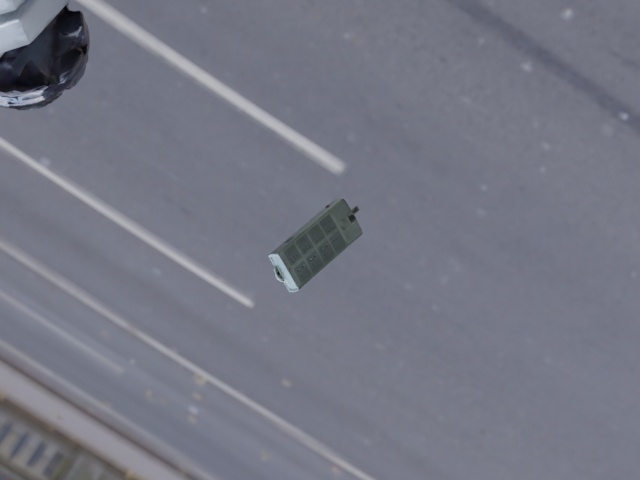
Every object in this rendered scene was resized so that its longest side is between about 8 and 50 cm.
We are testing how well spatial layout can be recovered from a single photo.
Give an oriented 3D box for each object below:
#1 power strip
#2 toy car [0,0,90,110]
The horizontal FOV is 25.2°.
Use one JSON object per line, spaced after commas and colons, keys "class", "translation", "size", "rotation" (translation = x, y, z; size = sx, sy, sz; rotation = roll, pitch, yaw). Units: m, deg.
{"class": "power strip", "translation": [0.000, 0.000, 1.513], "size": [0.019, 0.136, 0.051], "rotation": [-14, 111, 51]}
{"class": "toy car", "translation": [-0.143, -0.220, 0.726], "size": [0.166, 0.314, 0.198], "rotation": [37, 168, 8]}
